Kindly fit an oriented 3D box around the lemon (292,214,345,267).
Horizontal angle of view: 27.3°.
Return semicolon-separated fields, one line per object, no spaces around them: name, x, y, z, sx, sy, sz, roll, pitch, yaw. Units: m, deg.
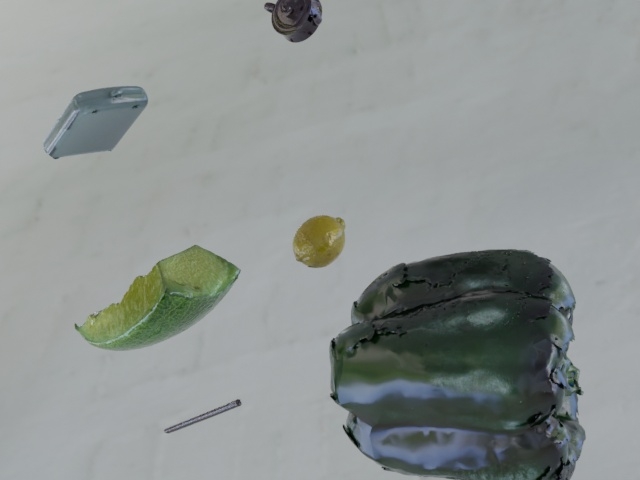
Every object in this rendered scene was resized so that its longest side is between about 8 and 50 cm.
lemon;0.000;0.000;1.643;0.083;0.062;0.062;-39;-151;-20

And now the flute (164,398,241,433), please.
flute;-0.213;0.317;2.356;0.014;0.014;0.269;-36;-175;-39

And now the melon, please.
melon;-0.307;0.130;2.354;0.323;0.124;0.196;-35;167;35

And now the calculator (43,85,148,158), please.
calculator;-0.392;-0.205;2.291;0.141;0.045;0.246;-12;165;-32

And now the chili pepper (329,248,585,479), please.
chili pepper;0.149;0.139;1.371;0.257;0.248;0.233;-5;-172;20

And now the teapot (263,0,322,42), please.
teapot;-0.037;-0.299;1.727;0.100;0.067;0.045;20;176;36
